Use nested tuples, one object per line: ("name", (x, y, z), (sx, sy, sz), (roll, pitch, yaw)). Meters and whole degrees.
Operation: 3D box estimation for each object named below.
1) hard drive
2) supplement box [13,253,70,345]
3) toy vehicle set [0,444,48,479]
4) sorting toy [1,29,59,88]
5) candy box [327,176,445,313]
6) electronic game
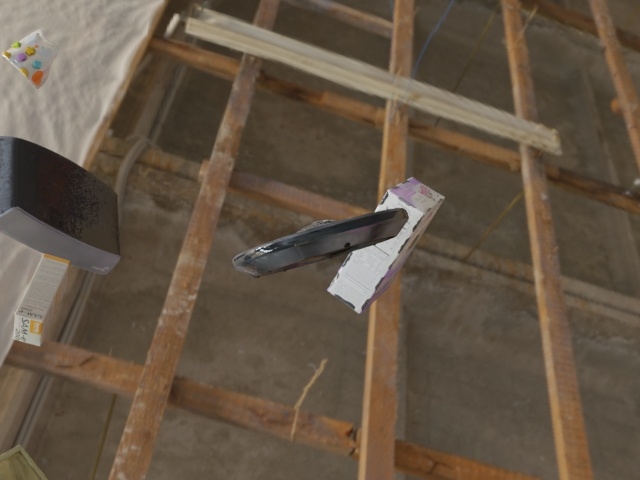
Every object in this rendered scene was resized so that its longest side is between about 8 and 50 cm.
("hard drive", (-0.417, -0.056, 1.218), (0.255, 0.054, 0.172), (37, -142, -57))
("supplement box", (-0.353, 0.075, 0.958), (0.036, 0.062, 0.098), (18, -133, -9))
("toy vehicle set", (-0.439, 0.388, 0.973), (0.166, 0.035, 0.267), (50, -159, 7))
("sorting toy", (-0.477, -0.310, 1.253), (0.083, 0.045, 0.075), (43, -100, 4))
("candy box", (0.110, 0.004, 1.230), (0.070, 0.196, 0.165), (34, -160, 11))
("electronic game", (0.000, 0.000, 0.951), (0.229, 0.229, 0.048), (-14, -95, -32))
